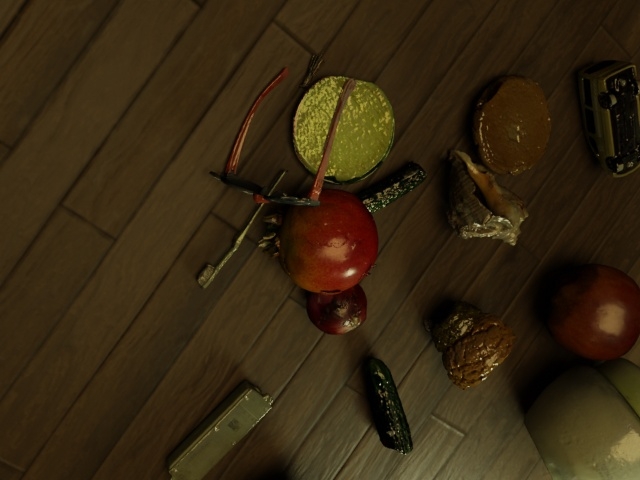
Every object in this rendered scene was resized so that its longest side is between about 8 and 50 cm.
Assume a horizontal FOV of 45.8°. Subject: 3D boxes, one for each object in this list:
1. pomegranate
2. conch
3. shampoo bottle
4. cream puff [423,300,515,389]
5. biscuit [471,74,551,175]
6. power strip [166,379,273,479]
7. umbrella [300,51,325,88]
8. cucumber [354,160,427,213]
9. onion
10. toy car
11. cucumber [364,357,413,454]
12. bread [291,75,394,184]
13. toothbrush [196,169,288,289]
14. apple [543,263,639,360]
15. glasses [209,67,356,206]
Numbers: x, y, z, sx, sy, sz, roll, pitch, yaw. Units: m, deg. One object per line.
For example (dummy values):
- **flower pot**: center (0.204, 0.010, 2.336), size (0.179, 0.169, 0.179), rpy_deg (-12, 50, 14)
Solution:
- **pomegranate**: center (0.000, 0.000, 1.497), size (0.235, 0.210, 0.210), rpy_deg (8, 101, 7)
- **conch**: center (0.341, -0.088, 1.618), size (0.162, 0.178, 0.245), rpy_deg (-31, 89, -1)
- **shampoo bottle**: center (0.658, 0.456, 1.781), size (0.317, 0.322, 0.322), rpy_deg (-35, 112, 0)
- **cream puff**: center (0.316, 0.217, 1.698), size (0.169, 0.183, 0.183), rpy_deg (42, 86, -2)
- **biscuit**: center (0.417, -0.250, 1.654), size (0.225, 0.042, 0.226), rpy_deg (-3, 97, -29)
- **power strip**: center (-0.215, 0.408, 1.593), size (0.272, 0.052, 0.078), rpy_deg (-45, 114, -4)
- **umbrella**: center (-0.015, -0.337, 1.502), size (0.083, 0.020, 0.031), rpy_deg (-64, 153, 3)
- **cucumber**: center (0.137, -0.104, 1.596), size (0.187, 0.058, 0.058), rpy_deg (-29, 111, -11)
- **onion**: center (0.037, 0.136, 1.585), size (0.131, 0.131, 0.131), rpy_deg (-5, 105, -19)
- **toy car**: center (0.657, -0.275, 1.712), size (0.101, 0.124, 0.257), rpy_deg (-26, 120, -13)
- **cucumber**: center (0.148, 0.371, 1.708), size (0.074, 0.074, 0.242), rpy_deg (-21, 106, -14)
- **bread**: center (0.046, -0.226, 1.543), size (0.228, 0.033, 0.229), rpy_deg (-5, 105, -17)
- **toothbrush**: center (-0.154, -0.024, 1.523), size (0.028, 0.026, 0.294), rpy_deg (39, 87, -23)
- **apple**: center (0.630, 0.162, 1.764), size (0.229, 0.230, 0.230), rpy_deg (-5, 105, -19)
- **glasses**: center (-0.072, -0.197, 1.413), size (0.118, 0.234, 0.269), rpy_deg (13, 94, -51)
